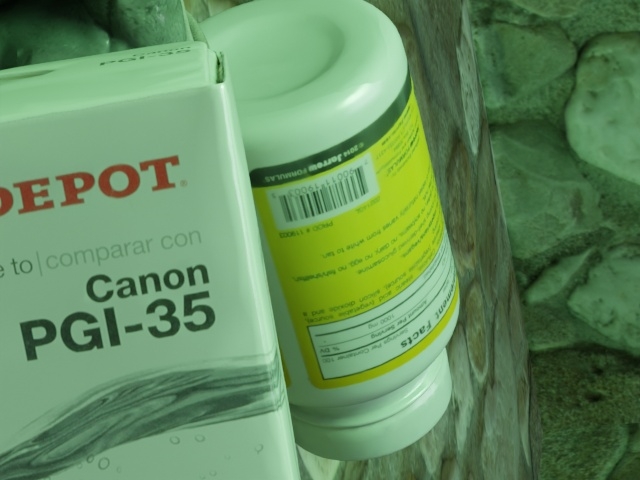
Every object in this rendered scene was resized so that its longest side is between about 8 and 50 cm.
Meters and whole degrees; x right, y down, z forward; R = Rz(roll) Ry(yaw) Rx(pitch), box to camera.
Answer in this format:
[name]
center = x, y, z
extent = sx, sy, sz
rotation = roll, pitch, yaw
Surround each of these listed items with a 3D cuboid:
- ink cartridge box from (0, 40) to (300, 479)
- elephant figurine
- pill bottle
[ink cartridge box]
center = -0.116, 0.079, 0.663
extent = 0.117, 0.207, 0.283
rotation = -108, -172, -76
[elephant figurine]
center = -0.130, -0.127, 0.869
extent = 0.239, 0.169, 0.186
rotation = -104, -145, -79
[pill bottle]
center = 0.000, 0.000, 1.230
extent = 0.188, 0.188, 0.334
rotation = -78, 159, -50
